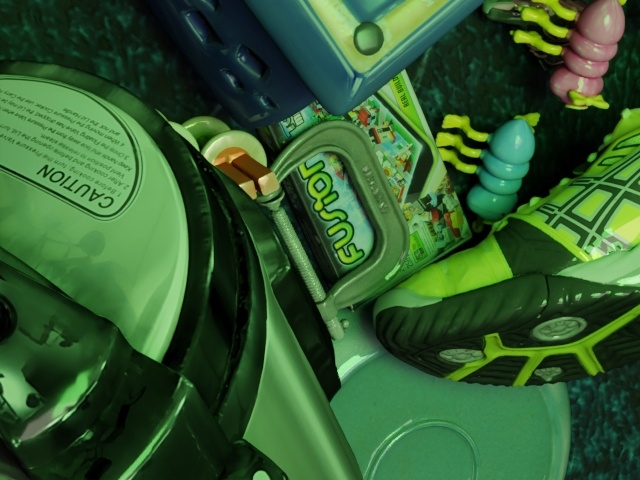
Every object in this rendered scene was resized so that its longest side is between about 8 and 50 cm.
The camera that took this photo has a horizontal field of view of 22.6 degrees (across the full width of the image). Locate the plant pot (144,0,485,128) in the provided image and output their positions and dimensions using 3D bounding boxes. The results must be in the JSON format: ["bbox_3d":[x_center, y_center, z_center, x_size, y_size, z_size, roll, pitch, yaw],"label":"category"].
[{"bbox_3d":[0.002,-0.220,0.983,0.236,0.212,0.236,-40,109,-10],"label":"plant pot"}]

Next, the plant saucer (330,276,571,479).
[{"bbox_3d":[0.074,0.183,1.264,0.317,0.043,0.318,-8,108,-24],"label":"plant saucer"}]

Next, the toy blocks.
[{"bbox_3d":[-0.082,-0.050,1.050,0.123,0.148,0.054,14,99,-29],"label":"toy blocks"}]

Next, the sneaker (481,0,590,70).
[{"bbox_3d":[0.170,-0.156,1.208,0.119,0.047,0.057,7,114,-27],"label":"sneaker"}]

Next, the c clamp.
[{"bbox_3d":[0.000,0.000,1.137,0.137,0.022,0.161,-28,117,-16],"label":"c clamp"}]

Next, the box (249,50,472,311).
[{"bbox_3d":[0.025,-0.063,1.165,0.114,0.036,0.207,-32,117,-14],"label":"box"}]

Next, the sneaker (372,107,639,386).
[{"bbox_3d":[0.219,-0.005,1.150,0.384,0.147,0.145,-18,152,11],"label":"sneaker"}]

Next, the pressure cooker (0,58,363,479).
[{"bbox_3d":[-0.177,0.113,0.866,0.369,0.375,0.420,-15,139,8],"label":"pressure cooker"}]

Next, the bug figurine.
[{"bbox_3d":[0.231,-0.100,1.213,0.279,0.072,0.216,-6,131,-24],"label":"bug figurine"}]
